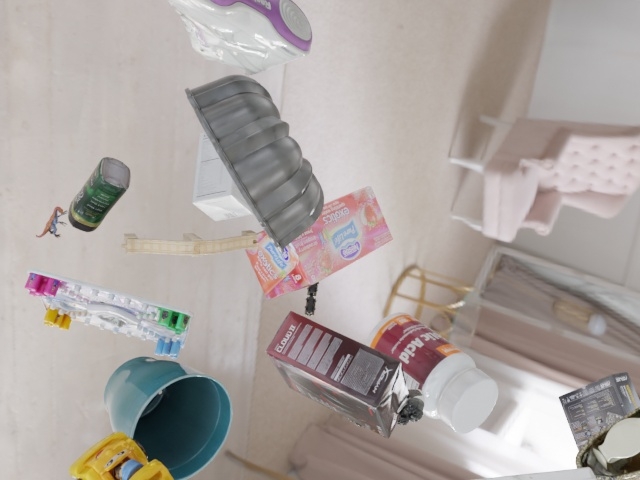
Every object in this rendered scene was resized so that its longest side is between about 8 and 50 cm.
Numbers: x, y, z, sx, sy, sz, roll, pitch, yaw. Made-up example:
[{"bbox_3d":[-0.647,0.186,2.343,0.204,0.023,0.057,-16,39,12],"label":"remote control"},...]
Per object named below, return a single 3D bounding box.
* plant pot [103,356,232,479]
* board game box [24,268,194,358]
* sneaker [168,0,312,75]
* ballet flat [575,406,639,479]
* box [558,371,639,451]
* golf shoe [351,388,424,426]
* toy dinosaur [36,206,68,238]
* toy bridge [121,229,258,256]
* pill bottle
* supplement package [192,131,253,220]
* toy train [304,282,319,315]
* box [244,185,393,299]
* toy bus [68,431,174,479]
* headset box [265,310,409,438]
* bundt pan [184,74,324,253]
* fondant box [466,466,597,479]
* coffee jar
[{"bbox_3d":[-0.402,0.414,1.650,0.271,0.255,0.272,-14,112,-39],"label":"plant pot"},{"bbox_3d":[-0.533,0.202,1.710,0.390,0.390,0.050,126,-20,-65],"label":"board game box"},{"bbox_3d":[-0.150,-0.301,0.882,0.305,0.152,0.114,24,56,-47],"label":"sneaker"},{"bbox_3d":[0.668,0.326,1.213,0.182,0.164,0.483,20,128,-33],"label":"ballet flat"},{"bbox_3d":[0.732,0.458,1.719,0.056,0.183,0.231,-6,155,-21],"label":"box"},{"bbox_3d":[0.150,0.384,1.557,0.094,0.198,0.077,-48,128,-60],"label":"golf shoe"},{"bbox_3d":[-0.674,-0.046,1.687,0.090,0.047,0.082,-21,133,-32],"label":"toy dinosaur"},{"bbox_3d":[-0.175,0.005,0.910,0.188,0.063,0.026,-2,100,-24],"label":"toy bridge"},{"bbox_3d":[0.335,0.403,2.056,0.224,0.392,0.224,-18,122,-31],"label":"pill bottle"},{"bbox_3d":[-0.283,-0.203,2.009,0.134,0.139,0.244,44,43,-56],"label":"supplement package"},{"bbox_3d":[-0.020,0.117,1.602,0.036,0.027,0.158,105,-5,-51],"label":"toy train"},{"bbox_3d":[0.000,0.000,1.462,0.300,0.154,0.142,-26,93,-46],"label":"box"},{"bbox_3d":[-0.339,0.479,1.255,0.149,0.211,0.220,-36,102,-44],"label":"toy bus"},{"bbox_3d":[0.029,0.280,1.416,0.110,0.293,0.218,-57,154,-23],"label":"headset box"},{"bbox_3d":[-0.100,-0.148,1.173,0.124,0.331,0.331,-29,142,-1],"label":"bundt pan"},{"bbox_3d":[0.184,0.414,0.813,0.096,0.238,0.330,-106,-160,-49],"label":"fondant box"},{"bbox_3d":[-0.521,-0.104,1.564,0.079,0.184,0.096,25,38,-32],"label":"coffee jar"}]
